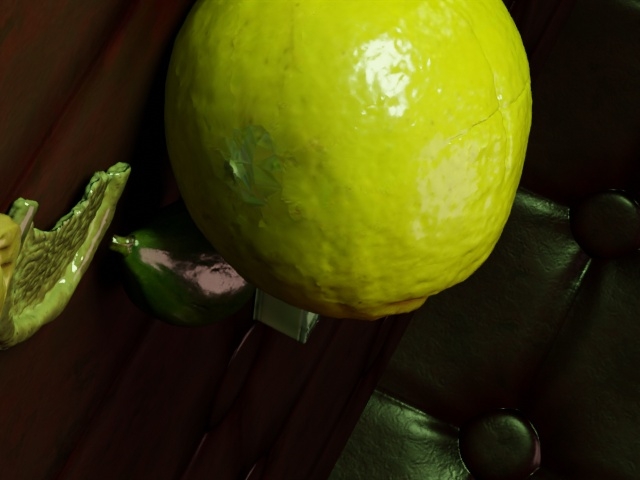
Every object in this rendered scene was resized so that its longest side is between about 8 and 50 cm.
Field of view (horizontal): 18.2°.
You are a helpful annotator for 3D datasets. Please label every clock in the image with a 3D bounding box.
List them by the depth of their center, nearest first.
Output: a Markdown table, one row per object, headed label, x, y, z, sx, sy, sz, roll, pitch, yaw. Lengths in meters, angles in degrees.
| label | x | y | z | sx | sy | sz | roll | pitch | yaw |
| --- | --- | --- | --- | --- | --- | --- | --- | --- | --- |
| clock | 0.000 | 0.000 | 2.237 | 0.192 | 0.071 | 0.147 | -59 | 169 | -30 |

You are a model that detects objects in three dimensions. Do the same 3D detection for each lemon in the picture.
| label | x | y | z | sx | sy | sz | roll | pitch | yaw |
| --- | --- | --- | --- | --- | --- | --- | --- | --- | --- |
| lemon | 0.021 | -0.091 | 1.504 | 0.297 | 0.297 | 0.297 | -62 | 170 | -20 |

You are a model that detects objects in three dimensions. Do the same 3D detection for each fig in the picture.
| label | x | y | z | sx | sy | sz | roll | pitch | yaw |
| --- | --- | --- | --- | --- | --- | --- | --- | --- | --- |
| fig | -0.115 | 0.018 | 1.591 | 0.117 | 0.117 | 0.177 | -67 | 162 | 11 |

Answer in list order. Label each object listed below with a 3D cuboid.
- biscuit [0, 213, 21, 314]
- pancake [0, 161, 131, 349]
| label | x | y | z | sx | sy | sz | roll | pitch | yaw |
| --- | --- | --- | --- | --- | --- | --- | --- | --- | --- |
| biscuit | -0.251 | 0.074 | 1.159 | 0.275 | 0.052 | 0.355 | -59 | 169 | -33 |
| pancake | -0.185 | -0.004 | 1.408 | 0.190 | 0.020 | 0.184 | -58 | 167 | -36 |
